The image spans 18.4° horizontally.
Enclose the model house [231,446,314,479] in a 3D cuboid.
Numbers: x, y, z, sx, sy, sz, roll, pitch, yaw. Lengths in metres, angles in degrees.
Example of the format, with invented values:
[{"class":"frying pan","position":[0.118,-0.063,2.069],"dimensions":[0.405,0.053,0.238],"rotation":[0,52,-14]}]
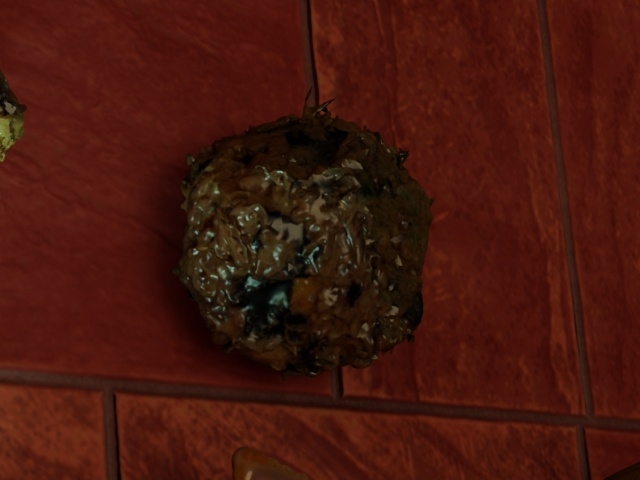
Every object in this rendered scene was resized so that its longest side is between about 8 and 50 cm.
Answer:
[{"class":"model house","position":[-0.046,0.325,1.679],"dimensions":[0.237,0.202,0.237],"rotation":[-33,72,-8]}]

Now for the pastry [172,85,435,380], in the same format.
[{"class":"pastry","position":[0.000,0.000,1.811],"dimensions":[0.275,0.193,0.275],"rotation":[17,64,-38]}]

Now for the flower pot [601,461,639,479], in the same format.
[{"class":"flower pot","position":[0.314,0.320,1.981],"dimensions":[0.195,0.179,0.195],"rotation":[17,63,-37]}]

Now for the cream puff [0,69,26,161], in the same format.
[{"class":"cream puff","position":[-0.310,-0.114,1.638],"dimensions":[0.104,0.119,0.133],"rotation":[-39,90,-20]}]
